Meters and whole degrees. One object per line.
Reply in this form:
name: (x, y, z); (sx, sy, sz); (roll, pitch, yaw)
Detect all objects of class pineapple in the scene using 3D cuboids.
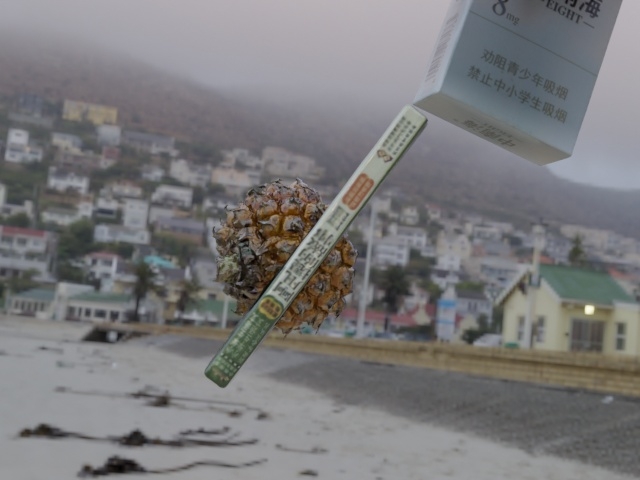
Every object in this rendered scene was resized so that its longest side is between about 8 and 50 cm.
pineapple: (-0.063, 0.026, 1.033); (0.136, 0.176, 0.161); (-12, -1, -42)

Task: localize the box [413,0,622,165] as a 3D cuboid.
box: (0.205, -0.215, 0.948); (0.155, 0.243, 0.067); (25, -11, -15)

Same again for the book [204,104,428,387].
book: (0.000, 0.000, 0.840); (0.027, 0.264, 0.202); (37, 5, -1)
